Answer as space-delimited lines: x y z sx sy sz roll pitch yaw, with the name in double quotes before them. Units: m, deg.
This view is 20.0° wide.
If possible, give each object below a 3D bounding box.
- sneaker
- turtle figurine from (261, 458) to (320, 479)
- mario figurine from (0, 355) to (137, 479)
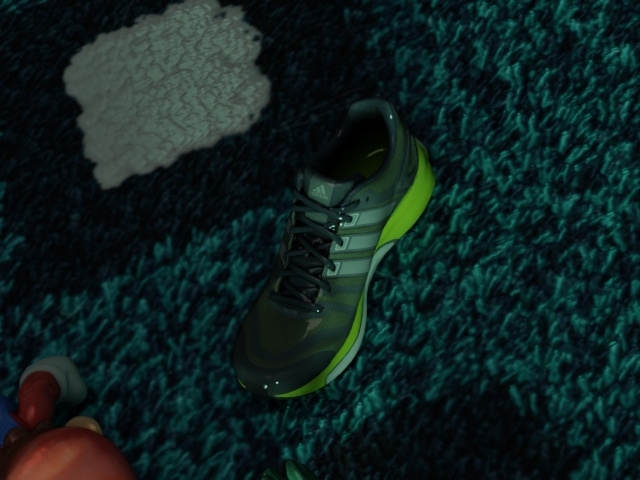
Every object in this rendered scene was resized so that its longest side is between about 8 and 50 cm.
"sneaker" 0.000 0.000 1.582 0.111 0.121 0.300 12 61 24
"turtle figurine" -0.089 0.278 1.428 0.118 0.175 0.234 42 98 -7
"mario figurine" -0.262 0.207 1.550 0.320 0.170 0.198 25 103 41
